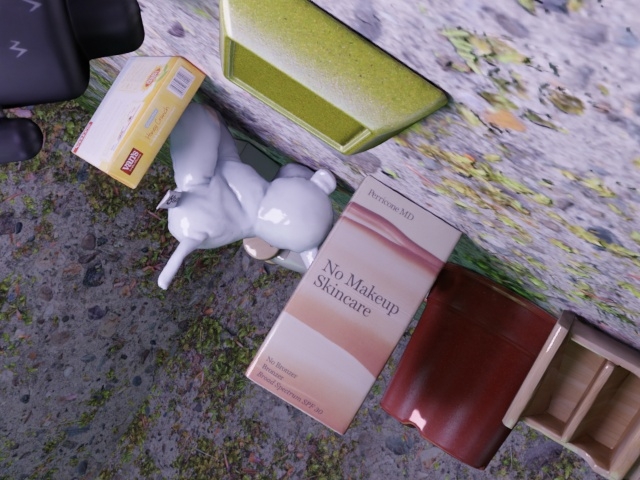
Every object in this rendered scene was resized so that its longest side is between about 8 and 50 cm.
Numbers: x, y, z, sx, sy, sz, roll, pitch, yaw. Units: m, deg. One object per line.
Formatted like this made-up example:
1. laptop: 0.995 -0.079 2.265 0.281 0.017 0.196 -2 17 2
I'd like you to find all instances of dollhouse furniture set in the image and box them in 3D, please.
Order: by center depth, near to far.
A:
1. dollhouse furniture set: 0.325 0.265 0.775 0.256 0.362 0.394 28 -156 18

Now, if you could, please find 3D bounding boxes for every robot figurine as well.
1. robot figurine: -0.284 -0.184 0.542 0.174 0.278 0.209 95 162 -53

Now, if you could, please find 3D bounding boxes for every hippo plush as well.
1. hippo plush: -0.097 -0.080 1.018 0.236 0.234 0.294 2 -166 -4

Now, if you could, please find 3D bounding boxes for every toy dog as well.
1. toy dog: 0.000 0.000 1.508 0.333 0.161 0.220 17 176 -15

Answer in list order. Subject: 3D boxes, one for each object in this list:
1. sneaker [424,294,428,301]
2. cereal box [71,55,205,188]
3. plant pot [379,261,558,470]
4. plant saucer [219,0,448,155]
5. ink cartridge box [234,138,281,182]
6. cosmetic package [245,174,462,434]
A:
1. sneaker: 0.180 0.062 1.384 0.161 0.057 0.075 33 159 4
2. cereal box: -0.257 -0.170 0.955 0.047 0.173 0.240 33 176 -31
3. plant pot: 0.249 0.216 1.171 0.272 0.265 0.272 32 175 3
4. plant saucer: -0.011 -0.129 0.564 0.188 0.045 0.188 32 175 -7
5. ink cartridge box: -0.133 -0.137 1.238 0.088 0.052 0.122 34 176 -33
6. cosmetic package: 0.042 0.083 0.919 0.153 0.296 0.129 30 174 1
